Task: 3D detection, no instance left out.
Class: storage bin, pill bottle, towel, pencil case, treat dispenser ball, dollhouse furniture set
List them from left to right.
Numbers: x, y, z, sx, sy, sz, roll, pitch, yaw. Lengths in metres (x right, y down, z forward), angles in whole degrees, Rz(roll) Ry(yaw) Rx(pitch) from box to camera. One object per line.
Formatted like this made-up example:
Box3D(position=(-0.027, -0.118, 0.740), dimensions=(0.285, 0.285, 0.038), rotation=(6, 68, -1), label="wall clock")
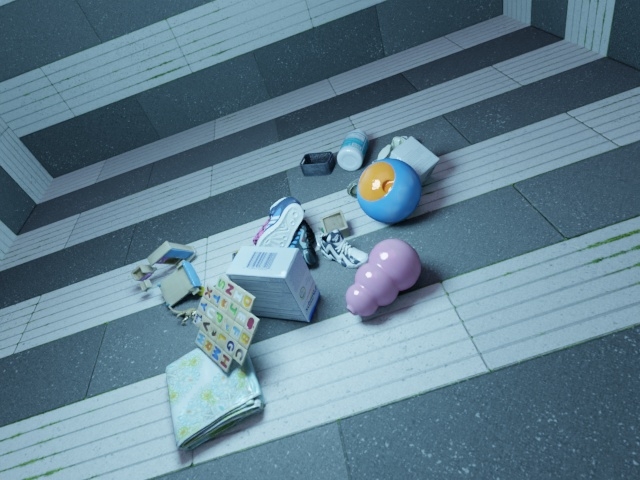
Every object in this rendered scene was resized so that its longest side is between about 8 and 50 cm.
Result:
Box3D(position=(-0.693, 0.201, 1.998), dimensions=(0.286, 0.198, 0.303), rotation=(-38, 71, 13), label="dollhouse furniture set")
Box3D(position=(-0.391, 0.518, 1.494), dimensions=(0.320, 0.090, 0.374), rotation=(-27, 40, -8), label="towel")
Box3D(position=(-0.247, -0.049, 2.060), dimensions=(0.098, 0.095, 0.209), rotation=(17, 54, 20), label="pencil case")
Box3D(position=(-0.016, -0.442, 2.395), dimensions=(0.180, 0.084, 0.122), rotation=(0, 45, 24), label="storage bin")
Box3D(position=(0.192, -0.525, 2.346), dimensions=(0.146, 0.146, 0.264), rotation=(0, 44, 23), label="pill bottle")
Box3D(position=(0.305, -0.222, 1.855), dimensions=(0.288, 0.288, 0.288), rotation=(-12, 41, 11), label="treat dispenser ball")

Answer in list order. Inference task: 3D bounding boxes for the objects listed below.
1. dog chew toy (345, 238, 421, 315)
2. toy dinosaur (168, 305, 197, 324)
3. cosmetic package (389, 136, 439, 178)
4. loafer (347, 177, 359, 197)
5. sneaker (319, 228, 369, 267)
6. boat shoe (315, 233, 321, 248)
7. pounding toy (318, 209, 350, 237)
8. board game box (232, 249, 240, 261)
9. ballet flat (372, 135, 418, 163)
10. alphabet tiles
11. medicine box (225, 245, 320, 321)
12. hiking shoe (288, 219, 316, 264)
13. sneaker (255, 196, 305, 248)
Box3D(position=(0.223, 0.149, 1.557), dimensions=(0.332, 0.207, 0.206), rotation=(-44, 44, -13), label="dog chew toy")
Box3D(position=(-0.598, 0.327, 1.838), dimensions=(0.183, 0.053, 0.093), rotation=(-4, 27, 9), label="toy dinosaur")
Box3D(position=(0.443, -0.369, 2.009), dimensions=(0.151, 0.151, 0.183), rotation=(-40, 72, -20), label="cosmetic package")
Box3D(position=(0.255, -0.266, 2.072), dimensions=(0.251, 0.094, 0.087), rotation=(-12, 37, 11), label="loafer")
Box3D(position=(0.092, 0.026, 1.775), dimensions=(0.234, 0.153, 0.094), rotation=(20, 57, 39), label="sneaker")
Box3D(position=(0.000, 0.000, 1.938), dimensions=(0.035, 0.035, 0.100), rotation=(-20, 33, 6), label="boat shoe")
Box3D(position=(0.056, -0.060, 1.946), dimensions=(0.141, 0.100, 0.130), rotation=(-21, 54, 5), label="pounding toy")
Box3D(position=(-0.333, 0.148, 1.813), dimensions=(0.048, 0.170, 0.141), rotation=(-19, 41, 1), label="board game box")
Box3D(position=(0.402, -0.473, 2.209), dimensions=(0.139, 0.139, 0.400), rotation=(19, 54, 38), label="ballet flat")
Box3D(position=(-0.356, 0.297, 1.521), dimensions=(0.342, 0.011, 0.285), rotation=(23, 93, 41), label="alphabet tiles")
Box3D(position=(-0.178, 0.172, 1.625), dimensions=(0.263, 0.289, 0.149), rotation=(1, 47, 25), label="medicine box")
Box3D(position=(-0.099, 0.011, 1.910), dimensions=(0.132, 0.113, 0.304), rotation=(-25, 32, 14), label="hiking shoe")
Box3D(position=(-0.207, -0.064, 1.965), dimensions=(0.323, 0.130, 0.236), rotation=(-54, 24, 5), label="sneaker")
